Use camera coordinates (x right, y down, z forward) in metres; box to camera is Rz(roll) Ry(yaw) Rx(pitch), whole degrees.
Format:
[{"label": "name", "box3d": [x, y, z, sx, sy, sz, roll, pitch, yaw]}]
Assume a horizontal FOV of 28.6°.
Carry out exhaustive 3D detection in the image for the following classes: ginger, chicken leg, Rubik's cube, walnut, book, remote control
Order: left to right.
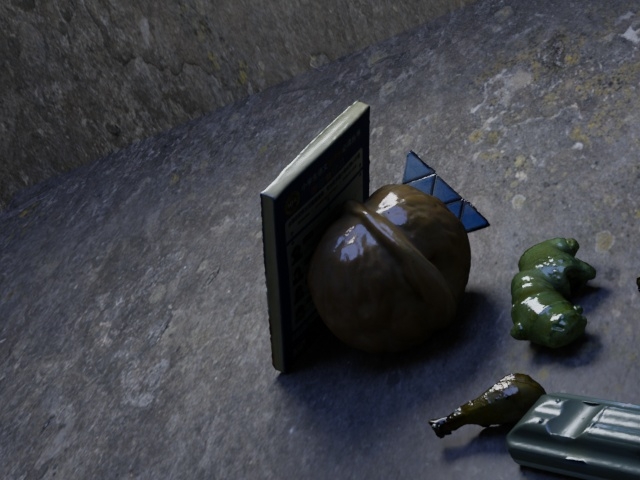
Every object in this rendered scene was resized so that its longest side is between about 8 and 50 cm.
[{"label": "book", "box3d": [0.000, 0.000, 2.223, 0.039, 0.428, 0.300, 23, 48, 25]}, {"label": "walnut", "box3d": [0.121, 0.048, 2.146, 0.296, 0.285, 0.285, -37, 24, -11]}, {"label": "Rubik's cube", "box3d": [0.216, -0.029, 2.473, 0.178, 0.211, 0.190, -50, 49, 1]}, {"label": "chicken leg", "box3d": [0.246, 0.249, 1.844, 0.178, 0.070, 0.093, -25, -13, 13]}, {"label": "ginger", "box3d": [0.373, 0.080, 2.031, 0.137, 0.089, 0.290, 2, 28, 18]}, {"label": "remote control", "box3d": [0.395, 0.261, 1.646, 0.335, 0.066, 0.128, 2, 39, 51]}]

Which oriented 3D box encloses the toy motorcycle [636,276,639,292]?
[{"label": "toy motorcycle", "box3d": [0.657, -0.010, 1.820, 0.401, 0.134, 0.207, -22, 16, 44]}]
